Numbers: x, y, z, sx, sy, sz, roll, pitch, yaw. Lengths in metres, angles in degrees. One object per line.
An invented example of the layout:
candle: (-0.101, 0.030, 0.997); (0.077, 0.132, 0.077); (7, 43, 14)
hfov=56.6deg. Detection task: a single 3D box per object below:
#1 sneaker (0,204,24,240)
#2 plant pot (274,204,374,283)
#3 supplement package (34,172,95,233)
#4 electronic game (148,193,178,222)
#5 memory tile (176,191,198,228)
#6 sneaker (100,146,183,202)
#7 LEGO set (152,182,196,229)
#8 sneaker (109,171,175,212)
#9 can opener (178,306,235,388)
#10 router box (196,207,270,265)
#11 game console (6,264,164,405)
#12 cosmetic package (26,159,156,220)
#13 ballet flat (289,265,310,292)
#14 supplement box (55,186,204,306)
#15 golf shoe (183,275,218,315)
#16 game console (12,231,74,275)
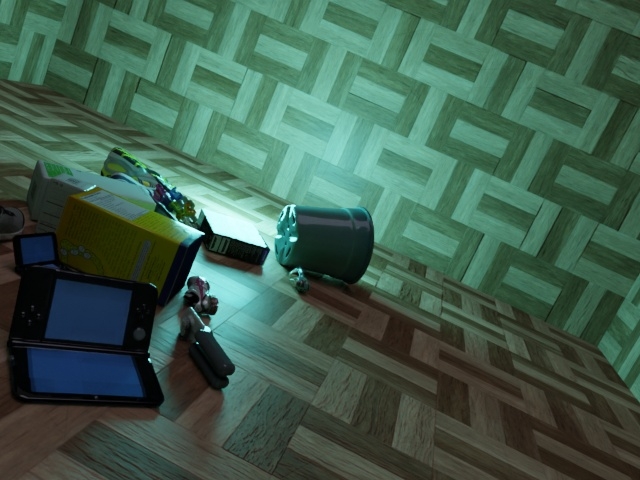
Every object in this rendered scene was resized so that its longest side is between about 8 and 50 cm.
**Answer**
sneaker: (-0.876, -0.056, 1.613); (0.100, 0.108, 0.271); (20, 12, -9)
plant pot: (0.000, 0.000, 2.522); (0.334, 0.341, 0.341); (8, 18, -24)
supplement package: (-0.770, -0.097, 1.794); (0.105, 0.179, 0.105); (21, 13, -10)
electronic game: (-0.610, -0.115, 2.248); (0.229, 0.048, 0.229); (40, -13, 11)
memory tile: (-0.543, -0.122, 2.418); (0.113, 0.148, 0.012); (28, 48, 27)
sneaker: (-0.744, -0.228, 2.503); (0.384, 0.147, 0.145); (38, 3, -24)
LEGO set: (-0.573, -0.122, 2.360); (0.227, 0.093, 0.087); (51, 37, 0)
sneaker: (-0.716, -0.165, 2.362); (0.282, 0.099, 0.153); (26, 19, -17)
can opener: (-0.279, 0.259, 1.471); (0.093, 0.074, 0.280); (15, 16, -36)
router box: (-0.362, -0.018, 2.421); (0.242, 0.081, 0.309); (17, 14, -25)
game console: (-0.462, 0.194, 1.218); (0.293, 0.250, 0.173); (14, -11, -37)
cosmetic package: (-0.767, -0.128, 1.992); (0.365, 0.155, 0.197); (12, 16, -36)
ballet flat: (-0.090, 0.145, 2.302); (0.070, 0.070, 0.188); (19, 10, -18)
supplement box: (-0.551, 0.012, 1.714); (0.356, 0.195, 0.194); (24, 13, -2)
golf shoe: (-0.367, 0.154, 1.754); (0.086, 0.068, 0.186); (13, 17, -35)
game console: (-0.711, 0.045, 1.542); (0.124, 0.085, 0.144); (27, 14, 16)
